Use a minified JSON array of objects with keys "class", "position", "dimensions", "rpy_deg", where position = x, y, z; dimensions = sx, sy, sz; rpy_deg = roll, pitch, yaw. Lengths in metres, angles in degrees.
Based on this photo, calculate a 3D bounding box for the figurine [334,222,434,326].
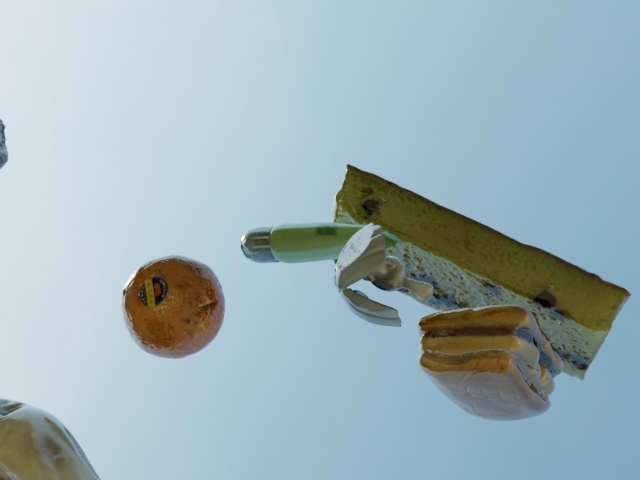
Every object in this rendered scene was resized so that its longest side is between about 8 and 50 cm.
[{"class":"figurine","position":[0.057,0.039,1.016],"dimensions":[0.082,0.086,0.094],"rpy_deg":[-54,-158,-4]}]

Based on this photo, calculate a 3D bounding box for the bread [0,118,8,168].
[{"class":"bread","position":[-0.452,-0.099,1.189],"dimensions":[0.124,0.344,0.084],"rpy_deg":[8,-73,0]}]

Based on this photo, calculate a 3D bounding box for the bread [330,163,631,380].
[{"class":"bread","position":[0.174,0.039,1.243],"dimensions":[0.361,0.138,0.077],"rpy_deg":[25,-122,12]}]

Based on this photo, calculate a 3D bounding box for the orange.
[{"class":"orange","position":[-0.185,0.087,1.327],"dimensions":[0.136,0.117,0.135],"rpy_deg":[-13,-124,20]}]

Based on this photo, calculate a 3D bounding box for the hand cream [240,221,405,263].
[{"class":"hand cream","position":[0.000,0.000,1.160],"dimensions":[0.175,0.095,0.045],"rpy_deg":[-6,-100,16]}]

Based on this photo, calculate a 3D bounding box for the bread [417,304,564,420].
[{"class":"bread","position":[0.175,0.127,1.053],"dimensions":[0.116,0.200,0.077],"rpy_deg":[-2,-115,25]}]

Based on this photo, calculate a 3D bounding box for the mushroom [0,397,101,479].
[{"class":"mushroom","position":[-0.364,0.326,1.008],"dimensions":[0.353,0.353,0.325],"rpy_deg":[-9,-90,17]}]
